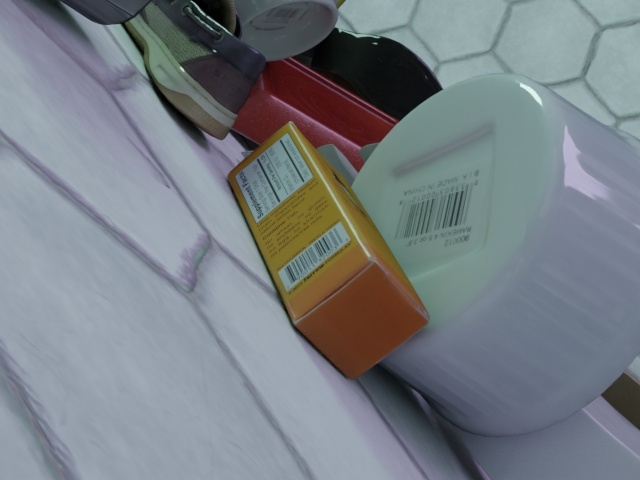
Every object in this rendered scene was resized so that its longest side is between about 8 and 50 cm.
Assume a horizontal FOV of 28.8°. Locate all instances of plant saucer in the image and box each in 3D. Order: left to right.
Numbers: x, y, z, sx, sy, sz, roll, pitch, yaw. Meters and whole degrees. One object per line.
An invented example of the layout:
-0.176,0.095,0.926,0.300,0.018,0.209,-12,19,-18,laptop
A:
0.011,-0.125,1.357,0.259,0.048,0.258,30,19,-17,plant saucer

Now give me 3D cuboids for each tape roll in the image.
0.246,0.174,1.091,0.286,0.100,0.286,34,17,-12,tape roll

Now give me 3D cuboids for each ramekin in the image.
0.132,0.002,0.989,0.135,0.277,0.277,32,17,-32,ramekin

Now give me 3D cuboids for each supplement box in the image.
0.000,0.000,0.953,0.078,0.080,0.233,46,11,-32,supplement box

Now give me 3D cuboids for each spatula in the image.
0.051,-0.033,1.200,0.242,0.168,0.019,45,44,-54,spatula

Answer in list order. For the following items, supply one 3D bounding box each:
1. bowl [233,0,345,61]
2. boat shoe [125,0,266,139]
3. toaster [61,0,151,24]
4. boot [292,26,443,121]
-0.059,-0.281,1.298,0.289,0.289,0.156,32,37,-66,bowl
-0.116,-0.193,1.126,0.103,0.092,0.285,42,10,-36,boat shoe
-0.200,-0.270,0.906,0.227,0.129,0.146,51,10,14,toaster
0.039,-0.206,1.735,0.264,0.096,0.280,20,-9,1,boot
